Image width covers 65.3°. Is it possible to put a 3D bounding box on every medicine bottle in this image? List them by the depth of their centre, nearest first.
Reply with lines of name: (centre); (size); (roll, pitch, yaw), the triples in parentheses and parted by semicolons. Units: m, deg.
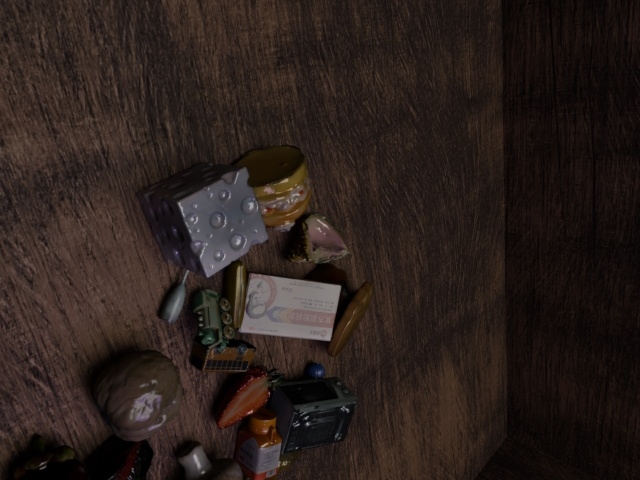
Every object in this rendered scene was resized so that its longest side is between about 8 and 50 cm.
medicine bottle: (-0.225, 0.743, 1.834); (0.112, 0.150, 0.221); (3, 97, -45)

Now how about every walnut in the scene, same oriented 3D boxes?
walnut: (-0.510, 0.433, 1.418); (0.249, 0.249, 0.248); (-13, 108, -43)

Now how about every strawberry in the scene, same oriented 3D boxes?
strawberry: (-0.266, 0.533, 1.771); (0.286, 0.106, 0.188); (-35, 137, -19)

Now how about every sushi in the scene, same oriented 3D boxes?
sushi: (-0.567, 0.660, 1.428); (0.225, 0.137, 0.126); (-90, 163, -67)

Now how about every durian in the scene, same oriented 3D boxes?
durian: (-0.009, -0.008, 1.887); (0.305, 0.186, 0.195); (-9, 87, -48)

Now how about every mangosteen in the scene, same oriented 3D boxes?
mangosteen: (-0.712, 0.625, 1.301); (0.194, 0.194, 0.230); (-6, 82, -44)

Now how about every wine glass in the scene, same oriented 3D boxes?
wine glass: (-0.441, 0.158, 1.545); (0.066, 0.066, 0.197); (28, 80, -45)

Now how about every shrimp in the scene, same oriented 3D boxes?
shrimp: (-0.135, 0.809, 2.002); (0.253, 0.058, 0.173); (-42, 111, -44)

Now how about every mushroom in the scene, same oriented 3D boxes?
mushroom: (-0.386, 0.784, 1.651); (0.244, 0.244, 0.243); (-13, 108, -43)

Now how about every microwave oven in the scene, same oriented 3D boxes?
microwave oven: (-0.032, 0.674, 1.932); (0.295, 0.181, 0.237); (5, 108, -36)

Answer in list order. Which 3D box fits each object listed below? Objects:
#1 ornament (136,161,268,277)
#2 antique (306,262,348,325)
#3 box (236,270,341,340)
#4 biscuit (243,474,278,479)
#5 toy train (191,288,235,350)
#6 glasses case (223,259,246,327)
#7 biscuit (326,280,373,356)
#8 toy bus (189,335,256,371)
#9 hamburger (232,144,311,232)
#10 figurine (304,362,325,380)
ornament: (-0.340, -0.070, 1.465); (0.240, 0.240, 0.238); (-35, 123, -35)
antique: (0.019, 0.230, 1.977); (0.224, 0.129, 0.277); (36, 72, -41)
box: (-0.112, 0.238, 1.802); (0.354, 0.069, 0.214); (11, 92, -21)
biscuit: (-0.255, 0.953, 1.925); (0.208, 0.049, 0.180); (-37, 124, -36)
toy train: (-0.345, 0.253, 1.593); (0.125, 0.081, 0.193); (26, 39, -44)
glasses case: (-0.290, 0.182, 1.688); (0.064, 0.079, 0.233); (-3, 101, -38)
biscuit: (0.133, 0.320, 2.059); (0.351, 0.057, 0.311); (-52, 164, -37)
toy bus: (-0.326, 0.387, 1.686); (0.201, 0.098, 0.114); (16, 90, -45)
hamburger: (-0.156, -0.155, 1.629); (0.276, 0.277, 0.236); (-40, 136, -32)
figurine: (-0.038, 0.571, 2.047); (0.087, 0.086, 0.149); (37, 83, -19)
